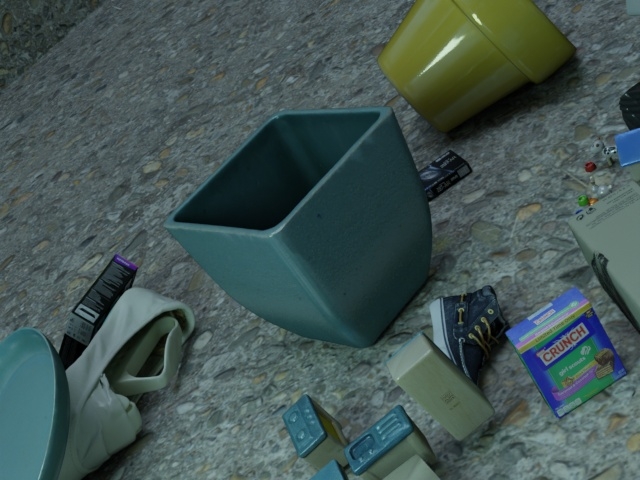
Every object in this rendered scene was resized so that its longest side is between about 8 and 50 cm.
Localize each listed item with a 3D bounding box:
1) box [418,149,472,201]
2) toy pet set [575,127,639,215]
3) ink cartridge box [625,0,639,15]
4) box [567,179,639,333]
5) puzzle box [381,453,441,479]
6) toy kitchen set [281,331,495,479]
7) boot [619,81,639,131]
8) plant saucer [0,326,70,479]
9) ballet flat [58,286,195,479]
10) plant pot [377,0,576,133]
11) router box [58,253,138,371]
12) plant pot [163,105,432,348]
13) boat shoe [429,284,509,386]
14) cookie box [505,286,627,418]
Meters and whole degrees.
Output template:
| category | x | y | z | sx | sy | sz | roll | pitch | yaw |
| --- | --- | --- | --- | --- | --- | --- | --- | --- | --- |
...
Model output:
| category | x | y | z | sx | sy | sz | roll | pitch | yaw |
| --- | --- | --- | --- | --- | --- | --- | --- | --- | --- |
| box | 0.178 | -0.097 | 1.830 | 0.083 | 0.018 | 0.067 | -34 | 27 | -2 |
| toy pet set | 0.374 | -0.100 | 1.572 | 0.114 | 0.065 | 0.122 | -17 | 32 | 29 |
| ink cartridge box | 0.557 | -0.367 | 1.731 | 0.153 | 0.087 | 0.208 | -12 | 14 | -32 |
| box | 0.364 | 0.050 | 1.288 | 0.094 | 0.113 | 0.275 | -31 | 26 | 5 |
| puzzle box | 0.076 | 0.384 | 1.111 | 0.272 | 0.052 | 0.409 | -36 | 27 | -6 |
| toy kitchen set | 0.053 | 0.177 | 1.353 | 0.207 | 0.122 | 0.166 | -41 | 31 | 7 |
| boot | 0.558 | -0.219 | 1.528 | 0.222 | 0.118 | 0.338 | -41 | 32 | -27 |
| plant saucer | -0.403 | 0.270 | 1.587 | 0.317 | 0.043 | 0.318 | -30 | 50 | 43 |
| ballet flat | -0.290 | 0.211 | 1.729 | 0.139 | 0.139 | 0.400 | -14 | 32 | 33 |
| plant pot | 0.225 | -0.306 | 1.903 | 0.239 | 0.254 | 0.254 | -43 | 24 | 16 |
| router box | -0.349 | 0.122 | 1.902 | 0.133 | 0.046 | 0.179 | -58 | -2 | -40 |
| plant pot | 0.000 | 0.000 | 1.605 | 0.247 | 0.252 | 0.248 | 6 | 46 | 50 |
| boat shoe | 0.179 | 0.115 | 1.429 | 0.083 | 0.065 | 0.183 | -22 | 30 | 11 |
| cookie box | 0.259 | 0.119 | 1.289 | 0.092 | 0.107 | 0.040 | -33 | 27 | 0 |
